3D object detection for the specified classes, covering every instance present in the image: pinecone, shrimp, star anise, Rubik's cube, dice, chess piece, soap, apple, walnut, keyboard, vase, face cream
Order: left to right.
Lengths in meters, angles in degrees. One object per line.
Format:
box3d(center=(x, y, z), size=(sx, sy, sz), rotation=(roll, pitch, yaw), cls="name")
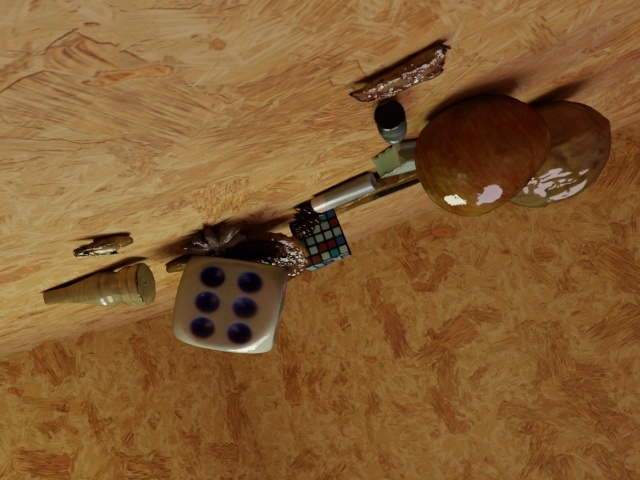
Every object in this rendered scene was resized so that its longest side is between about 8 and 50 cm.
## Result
box3d(center=(-0.506, 0.013, 1.217), size=(0.095, 0.045, 0.162), rotation=(0, -169, 32), cls="shrimp")
box3d(center=(-0.654, 0.147, 1.575), size=(0.300, 0.137, 0.137), rotation=(-8, 174, 4), cls="chess piece")
box3d(center=(-0.303, -0.005, 1.535), size=(0.195, 0.065, 0.182), rotation=(-2, 162, -34), cls="star anise")
box3d(center=(-0.271, 0.191, 1.661), size=(0.304, 0.277, 0.304), rotation=(12, 176, -1), cls="dice")
box3d(center=(-0.043, -0.066, 1.687), size=(0.109, 0.102, 0.102), rotation=(-55, 161, 19), cls="pinecone")
box3d(center=(0.000, 0.000, 1.998), size=(0.184, 0.187, 0.182), rotation=(-23, 173, 2), cls="Rubik's cube")
box3d(center=(0.071, -0.142, 1.596), size=(0.198, 0.057, 0.084), rotation=(-21, 173, 22), cls="face cream")
box3d(center=(0.146, -0.228, 1.076), size=(0.059, 0.060, 0.211), rotation=(-21, 175, 9), cls="vase")
box3d(center=(0.250, -0.164, 1.708), size=(0.176, 0.014, 0.055), rotation=(-21, 177, -19), cls="keyboard")
box3d(center=(0.247, -0.223, 1.417), size=(0.198, 0.063, 0.114), rotation=(-16, 174, -34), cls="soap")
box3d(center=(0.360, -0.207, 1.218), size=(0.277, 0.250, 0.309), rotation=(-47, 178, 43), cls="apple")
box3d(center=(0.644, -0.246, 1.510), size=(0.344, 0.306, 0.306), rotation=(-33, 167, 35), cls="walnut")

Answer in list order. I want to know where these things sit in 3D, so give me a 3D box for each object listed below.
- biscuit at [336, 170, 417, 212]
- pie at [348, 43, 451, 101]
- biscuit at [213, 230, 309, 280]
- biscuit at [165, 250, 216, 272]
box3d(center=(0.198, -0.175, 1.728), size=(0.375, 0.051, 0.269), rotation=(-25, 174, 33), cls="biscuit")
box3d(center=(0.135, -0.262, 0.859), size=(0.169, 0.034, 0.092), rotation=(-24, 169, 21), cls="pie")
box3d(center=(-0.204, 0.058, 1.859), size=(0.333, 0.081, 0.289), rotation=(-14, 142, 20), cls="biscuit")
box3d(center=(-0.454, 0.072, 1.880), size=(0.187, 0.027, 0.188), rotation=(-21, 173, -3), cls="biscuit")
